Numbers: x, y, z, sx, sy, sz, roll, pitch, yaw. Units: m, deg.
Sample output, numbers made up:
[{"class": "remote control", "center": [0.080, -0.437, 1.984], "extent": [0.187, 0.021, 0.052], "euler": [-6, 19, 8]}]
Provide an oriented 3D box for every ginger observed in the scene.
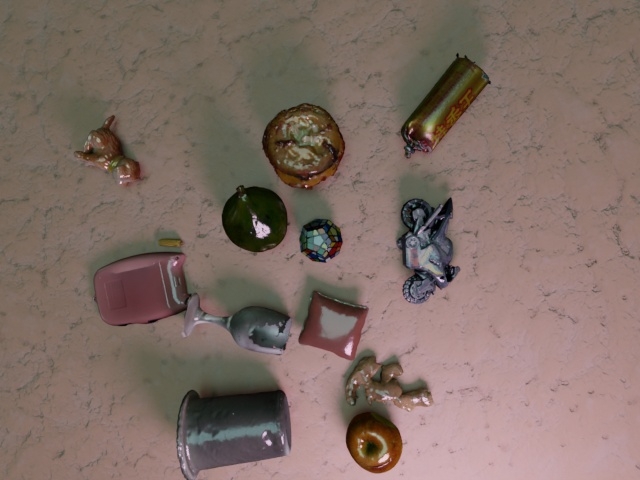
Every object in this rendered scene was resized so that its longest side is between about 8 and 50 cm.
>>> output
[{"class": "ginger", "center": [0.204, 0.424, 1.329], "extent": [0.258, 0.065, 0.150], "euler": [6, 88, 8]}]

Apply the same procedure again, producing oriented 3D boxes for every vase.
[{"class": "vase", "center": [-0.236, 0.539, 1.294], "extent": [0.290, 0.245, 0.246], "euler": [-7, 89, 2]}]

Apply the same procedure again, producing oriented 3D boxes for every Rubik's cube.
[{"class": "Rubik's cube", "center": [0.000, 0.000, 1.325], "extent": [0.132, 0.133, 0.112], "euler": [23, 68, 6]}]

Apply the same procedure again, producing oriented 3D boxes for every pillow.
[{"class": "pillow", "center": [0.037, 0.251, 1.338], "extent": [0.178, 0.075, 0.172], "euler": [17, 92, 5]}]

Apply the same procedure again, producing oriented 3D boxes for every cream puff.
[{"class": "cream puff", "center": [-0.046, -0.267, 1.307], "extent": [0.239, 0.164, 0.240], "euler": [0, 77, -1]}]

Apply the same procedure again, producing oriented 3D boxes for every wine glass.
[{"class": "wine glass", "center": [-0.246, 0.249, 1.341], "extent": [0.320, 0.143, 0.144], "euler": [9, 91, 5]}]

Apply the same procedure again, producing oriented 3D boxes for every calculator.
[{"class": "calculator", "center": [-0.569, 0.155, 1.418], "extent": [0.329, 0.048, 0.220], "euler": [-13, 90, 8]}]

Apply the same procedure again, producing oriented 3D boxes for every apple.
[{"class": "apple", "center": [0.153, 0.579, 1.296], "extent": [0.163, 0.147, 0.147], "euler": [24, 88, 18]}]

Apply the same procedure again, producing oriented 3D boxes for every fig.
[{"class": "fig", "center": [-0.195, -0.069, 1.285], "extent": [0.195, 0.245, 0.196], "euler": [-3, 73, 8]}]

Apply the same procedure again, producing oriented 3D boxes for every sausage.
[{"class": "sausage", "center": [0.335, -0.368, 1.282], "extent": [0.125, 0.117, 0.317], "euler": [37, 94, -35]}]

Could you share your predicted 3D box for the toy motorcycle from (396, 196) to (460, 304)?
[{"class": "toy motorcycle", "center": [0.314, 0.029, 1.300], "extent": [0.173, 0.108, 0.308], "euler": [0, 89, -3]}]

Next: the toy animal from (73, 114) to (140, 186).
[{"class": "toy animal", "center": [-0.625, -0.274, 1.400], "extent": [0.185, 0.104, 0.184], "euler": [29, 86, 10]}]

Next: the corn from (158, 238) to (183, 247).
[{"class": "corn", "center": [-0.467, 0.008, 1.416], "extent": [0.083, 0.027, 0.028], "euler": [1, 77, 9]}]
